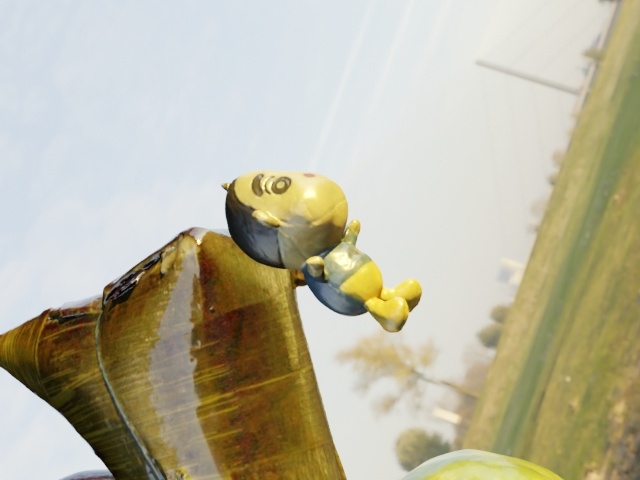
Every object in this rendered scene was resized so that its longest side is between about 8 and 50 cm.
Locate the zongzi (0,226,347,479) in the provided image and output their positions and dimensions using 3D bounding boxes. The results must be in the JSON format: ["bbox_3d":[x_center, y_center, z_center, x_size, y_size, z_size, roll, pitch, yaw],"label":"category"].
[{"bbox_3d":[-0.179,0.229,1.170,0.208,0.432,0.403,-3,-106,-58],"label":"zongzi"}]

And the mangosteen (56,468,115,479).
[{"bbox_3d":[-0.290,0.438,1.418,0.313,0.297,0.297,-8,-63,-65],"label":"mangosteen"}]

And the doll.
[{"bbox_3d":[0.000,0.000,0.869,0.089,0.179,0.102,-63,-8,23],"label":"doll"}]

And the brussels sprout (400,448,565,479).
[{"bbox_3d":[0.228,0.409,1.348,0.281,0.354,0.289,168,115,-80],"label":"brussels sprout"}]
